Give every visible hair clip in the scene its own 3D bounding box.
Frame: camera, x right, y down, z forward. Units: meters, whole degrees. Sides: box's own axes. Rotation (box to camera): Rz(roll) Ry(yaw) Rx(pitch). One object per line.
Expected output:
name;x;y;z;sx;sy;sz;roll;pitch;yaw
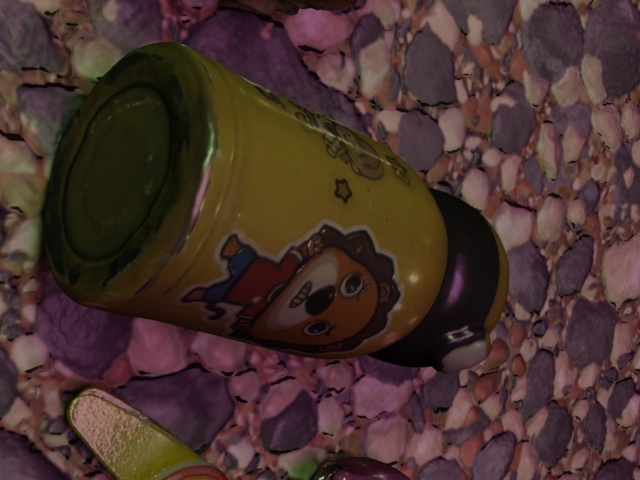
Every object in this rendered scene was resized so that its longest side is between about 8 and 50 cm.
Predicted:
hair clip;-0.115;0.169;0.746;0.060;0.033;0.188;-53;126;-23

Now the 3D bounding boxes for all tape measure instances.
tape measure;0.028;0.240;0.853;0.125;0.074;0.118;25;86;-35

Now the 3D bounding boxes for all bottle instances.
bottle;0.000;0.000;0.727;0.351;0.172;0.171;19;84;-40

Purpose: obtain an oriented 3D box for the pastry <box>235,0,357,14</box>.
pastry;-0.026;-0.316;0.683;0.330;0.136;0.329;-5;99;-39
